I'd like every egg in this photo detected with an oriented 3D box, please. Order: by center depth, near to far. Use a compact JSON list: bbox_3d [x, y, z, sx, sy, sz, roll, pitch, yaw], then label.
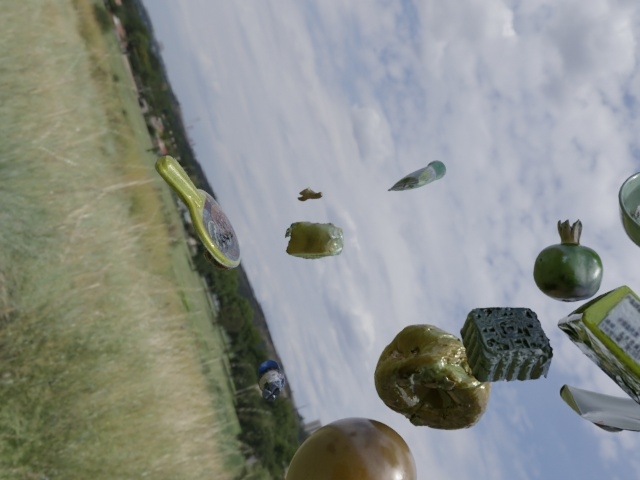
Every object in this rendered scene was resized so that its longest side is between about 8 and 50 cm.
[{"bbox_3d":[0.071,0.622,1.809,0.301,0.374,0.301,47,26,-31],"label":"egg"}]

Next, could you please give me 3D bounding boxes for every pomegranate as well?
[{"bbox_3d":[0.673,0.055,1.885,0.187,0.187,0.225,154,-58,-80],"label":"pomegranate"}]

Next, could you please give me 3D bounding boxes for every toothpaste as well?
[{"bbox_3d":[0.233,-0.146,1.589,0.248,0.078,0.047,-28,101,-58],"label":"toothpaste"}]

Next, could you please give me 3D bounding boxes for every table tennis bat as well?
[{"bbox_3d":[-0.314,-0.080,1.852,0.369,0.054,0.224,55,16,-32],"label":"table tennis bat"}]

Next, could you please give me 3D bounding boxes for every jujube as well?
[{"bbox_3d":[-0.316,0.051,2.173,0.129,0.077,0.077,14,-54,46],"label":"jujube"}]

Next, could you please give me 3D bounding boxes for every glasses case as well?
[{"bbox_3d":[0.835,0.494,1.980,0.128,0.308,0.083,-91,-165,-62],"label":"glasses case"}]

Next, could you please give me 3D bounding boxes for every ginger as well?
[{"bbox_3d":[-0.037,-0.154,2.271,0.048,0.097,0.030,58,39,-33],"label":"ginger"}]

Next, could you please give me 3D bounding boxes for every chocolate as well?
[{"bbox_3d":[0.706,0.247,1.565,0.301,0.137,0.289,45,0,13],"label":"chocolate"}]

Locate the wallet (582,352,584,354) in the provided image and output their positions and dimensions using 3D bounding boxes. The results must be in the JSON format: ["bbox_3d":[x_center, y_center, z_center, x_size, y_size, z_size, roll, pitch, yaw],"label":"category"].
[{"bbox_3d":[0.766,0.305,1.996,0.011,0.044,0.083,29,7,25],"label":"wallet"}]

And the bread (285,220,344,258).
[{"bbox_3d":[-0.004,0.000,1.831,0.110,0.156,0.103,-3,-93,54],"label":"bread"}]

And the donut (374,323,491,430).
[{"bbox_3d":[0.326,0.401,2.021,0.360,0.360,0.170,82,24,-44],"label":"donut"}]

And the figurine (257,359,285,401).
[{"bbox_3d":[-0.115,0.354,1.707,0.079,0.077,0.136,43,1,-21],"label":"figurine"}]

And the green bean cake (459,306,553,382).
[{"bbox_3d":[0.430,0.236,1.616,0.173,0.181,0.094,-94,-175,-51],"label":"green bean cake"}]

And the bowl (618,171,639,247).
[{"bbox_3d":[0.944,-0.049,1.897,0.146,0.289,0.289,88,-18,-50],"label":"bowl"}]
